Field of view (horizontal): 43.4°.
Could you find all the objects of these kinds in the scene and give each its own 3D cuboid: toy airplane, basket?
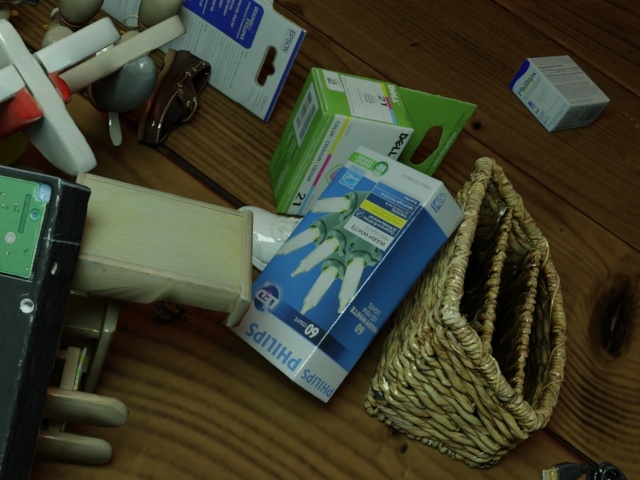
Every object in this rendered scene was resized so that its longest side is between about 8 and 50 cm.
[{"bbox_3d":[-0.337,-0.115,0.840,0.386,0.272,0.384,-11,34,5],"label":"toy airplane"},{"bbox_3d":[0.214,0.092,0.969,0.214,0.223,0.299,28,43,-2],"label":"basket"}]

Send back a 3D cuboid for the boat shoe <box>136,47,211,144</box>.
[{"bbox_3d":[-0.202,-0.204,1.133,0.073,0.073,0.207,18,45,-9],"label":"boat shoe"}]

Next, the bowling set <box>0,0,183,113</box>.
[{"bbox_3d":[-0.326,-0.248,1.088,0.287,0.154,0.199,2,74,-28],"label":"bowling set"}]

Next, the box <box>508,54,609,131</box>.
[{"bbox_3d":[0.459,-0.285,1.551,0.126,0.072,0.137,-12,58,-35],"label":"box"}]

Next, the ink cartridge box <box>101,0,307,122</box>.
[{"bbox_3d":[-0.188,-0.351,1.201,0.371,0.175,0.069,37,43,8],"label":"ink cartridge box"}]

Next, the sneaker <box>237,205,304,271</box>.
[{"bbox_3d":[0.000,0.000,1.018,0.232,0.115,0.090,23,44,-7],"label":"sneaker"}]

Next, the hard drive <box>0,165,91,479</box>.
[{"bbox_3d":[-0.325,0.098,0.609,0.237,0.338,0.064,11,-1,7],"label":"hard drive"}]

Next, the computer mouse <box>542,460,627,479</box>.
[{"bbox_3d":[0.297,0.338,0.900,0.262,0.060,0.184,-8,56,-33],"label":"computer mouse"}]

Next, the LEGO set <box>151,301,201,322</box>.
[{"bbox_3d":[-0.165,0.077,0.936,0.083,0.023,0.054,10,47,-37],"label":"LEGO set"}]

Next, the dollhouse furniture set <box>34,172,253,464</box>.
[{"bbox_3d":[-0.178,0.070,0.770,0.161,0.242,0.212,14,46,-17],"label":"dollhouse furniture set"}]

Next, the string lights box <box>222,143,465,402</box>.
[{"bbox_3d":[0.026,0.033,0.895,0.133,0.077,0.259,31,80,42],"label":"string lights box"}]

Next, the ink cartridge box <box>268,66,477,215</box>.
[{"bbox_3d":[0.080,-0.118,1.115,0.255,0.188,0.097,7,47,-22],"label":"ink cartridge box"}]

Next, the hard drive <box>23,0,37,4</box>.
[{"bbox_3d":[-0.487,-0.406,1.210,0.135,0.022,0.094,13,46,-17],"label":"hard drive"}]
